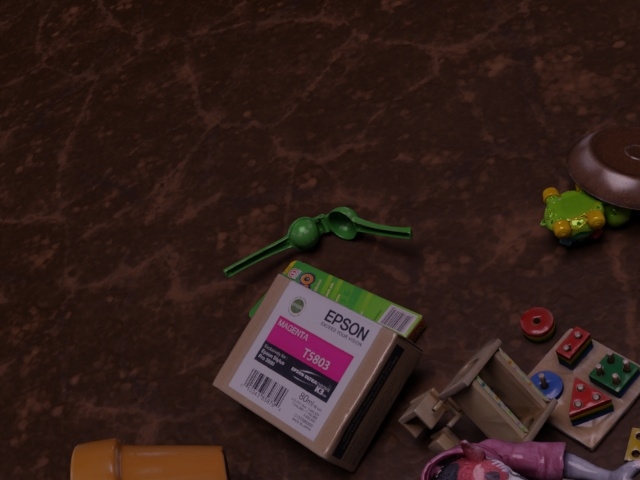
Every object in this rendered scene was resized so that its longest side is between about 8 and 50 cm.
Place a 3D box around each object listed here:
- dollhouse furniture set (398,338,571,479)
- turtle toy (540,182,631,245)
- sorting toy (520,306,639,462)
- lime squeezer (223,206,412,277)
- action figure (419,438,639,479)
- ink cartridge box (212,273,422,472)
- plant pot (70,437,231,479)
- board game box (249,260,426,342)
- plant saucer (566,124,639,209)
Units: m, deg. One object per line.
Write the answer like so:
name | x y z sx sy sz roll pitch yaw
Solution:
dollhouse furniture set | 0.223 0.242 1.280 0.101 0.182 0.161 -42 -1 -39
turtle toy | 0.384 -0.037 1.449 0.130 0.066 0.095 -15 43 11
sorting toy | 0.340 0.184 1.286 0.132 0.046 0.274 -44 47 -16
lime squeezer | 0.000 0.000 1.599 0.310 0.059 0.110 -12 45 15
action figure | 0.180 0.282 1.041 0.248 0.370 0.276 -43 48 -13
ink cartridge box | -0.008 0.178 1.392 0.235 0.088 0.193 24 81 39
plant pot | -0.207 0.348 1.302 0.188 0.205 0.205 -11 45 -5
board game box | 0.019 0.119 1.502 0.259 0.039 0.124 24 64 36
plant saucer | 0.461 -0.116 1.458 0.199 0.036 0.198 0 39 0
